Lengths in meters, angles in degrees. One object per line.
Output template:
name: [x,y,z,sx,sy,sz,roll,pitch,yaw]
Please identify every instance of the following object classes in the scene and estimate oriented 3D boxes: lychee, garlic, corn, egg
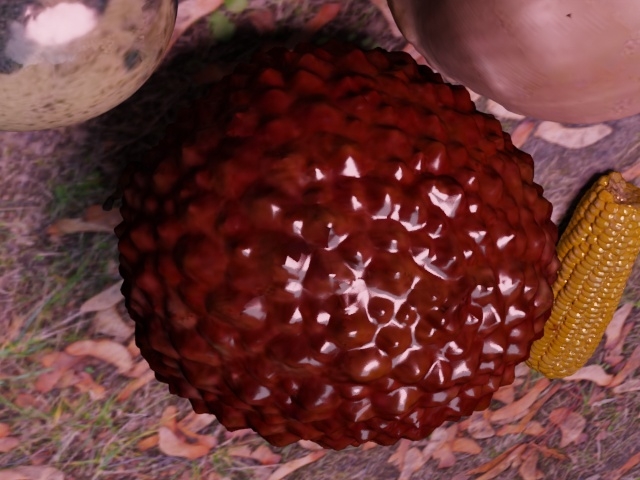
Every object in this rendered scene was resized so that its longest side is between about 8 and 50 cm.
lychee: [0.000,0.000,1.103,0.264,0.300,0.264,-53,154,-39]
garlic: [0.212,-0.202,0.999,0.340,0.231,0.246,-25,156,-10]
corn: [0.210,0.034,1.427,0.067,0.067,0.206,-7,136,-27]
egg: [-0.164,-0.126,0.929,0.182,0.141,0.141,-3,137,-19]
